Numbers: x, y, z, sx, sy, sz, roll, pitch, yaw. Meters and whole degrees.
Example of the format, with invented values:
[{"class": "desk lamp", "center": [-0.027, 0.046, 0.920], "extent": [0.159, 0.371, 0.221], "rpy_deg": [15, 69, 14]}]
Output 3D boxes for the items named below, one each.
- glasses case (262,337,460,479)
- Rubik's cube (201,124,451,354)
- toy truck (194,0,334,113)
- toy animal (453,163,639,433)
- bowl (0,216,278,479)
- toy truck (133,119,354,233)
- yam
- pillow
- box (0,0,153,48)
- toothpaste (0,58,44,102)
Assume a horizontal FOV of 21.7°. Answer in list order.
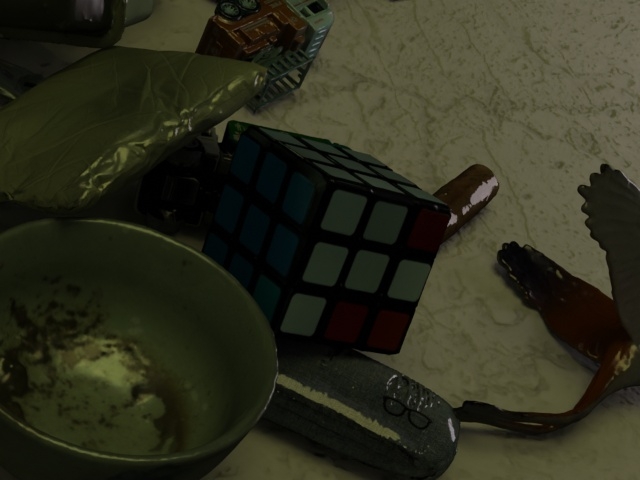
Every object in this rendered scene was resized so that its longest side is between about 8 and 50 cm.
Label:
[{"class": "glasses case", "center": [0.000, 0.140, 1.576], "extent": [0.282, 0.067, 0.109], "rpy_deg": [27, 33, 3]}, {"class": "Rubik's cube", "center": [0.000, 0.000, 1.598], "extent": [0.163, 0.162, 0.160], "rpy_deg": [12, 15, -37]}, {"class": "toy truck", "center": [-0.053, -0.233, 1.957], "extent": [0.115, 0.080, 0.178], "rpy_deg": [42, 45, 15]}, {"class": "toy animal", "center": [0.307, 0.118, 1.704], "extent": [0.302, 0.225, 0.284], "rpy_deg": [28, 58, -11]}, {"class": "bowl", "center": [-0.191, 0.127, 1.444], "extent": [0.289, 0.146, 0.289], "rpy_deg": [13, 39, -11]}, {"class": "toy truck", "center": [-0.064, -0.058, 1.739], "extent": [0.253, 0.114, 0.124], "rpy_deg": [12, 28, -12]}, {"class": "yam", "center": [0.119, -0.020, 1.823], "extent": [0.057, 0.057, 0.241], "rpy_deg": [36, 42, 16]}, {"class": "pillow", "center": [-0.226, -0.104, 1.634], "extent": [0.281, 0.076, 0.274], "rpy_deg": [8, 38, 44]}, {"class": "box", "center": [-0.321, -0.323, 1.771], "extent": [0.290, 0.220, 0.166], "rpy_deg": [9, 16, 27]}, {"class": "toothpaste", "center": [-0.420, -0.202, 1.786], "extent": [0.255, 0.037, 0.067], "rpy_deg": [19, 34, -9]}]
